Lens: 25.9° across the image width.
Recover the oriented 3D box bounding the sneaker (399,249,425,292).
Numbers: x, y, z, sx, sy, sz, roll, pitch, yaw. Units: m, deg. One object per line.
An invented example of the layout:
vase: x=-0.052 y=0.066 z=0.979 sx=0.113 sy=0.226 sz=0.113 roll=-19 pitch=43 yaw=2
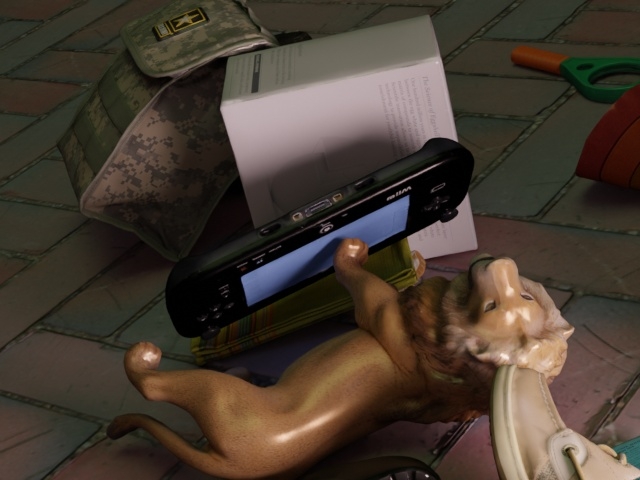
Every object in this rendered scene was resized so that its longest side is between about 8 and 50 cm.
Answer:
sneaker: x=0.076 y=0.044 z=1.412 sx=0.037 sy=0.032 sz=0.083 roll=-20 pitch=21 yaw=42

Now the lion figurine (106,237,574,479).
lion figurine: x=0.011 y=0.127 z=1.208 sx=0.392 sy=0.142 sz=0.240 roll=-33 pitch=38 yaw=-4

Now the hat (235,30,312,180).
hat: x=-0.068 y=-0.196 z=1.804 sx=0.331 sy=0.134 sz=0.331 roll=-10 pitch=28 yaw=6

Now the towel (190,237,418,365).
towel: x=-0.020 y=0.054 z=1.405 sx=0.237 sy=0.021 sz=0.102 roll=-21 pitch=28 yaw=6

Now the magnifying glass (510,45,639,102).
magnifying glass: x=0.330 y=-0.216 z=1.770 sx=0.092 sy=0.026 sz=0.231 roll=-30 pitch=33 yaw=-25

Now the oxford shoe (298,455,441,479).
oxford shoe: x=-0.013 y=0.224 z=1.087 sx=0.227 sy=0.082 sz=0.096 roll=-13 pitch=9 yaw=2

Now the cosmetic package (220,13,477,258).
cosmetic package: x=0.033 y=-0.093 z=1.467 sx=0.225 sy=0.224 sz=0.138 roll=-10 pitch=29 yaw=6

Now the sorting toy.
sorting toy: x=0.437 y=-0.135 z=1.522 sx=0.366 sy=0.127 sz=0.126 roll=-31 pitch=61 yaw=-33

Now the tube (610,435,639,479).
tube: x=0.252 y=0.200 z=1.023 sx=0.080 sy=0.052 sz=0.207 roll=-17 pitch=23 yaw=-3

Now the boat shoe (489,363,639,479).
boat shoe: x=0.185 y=0.197 z=0.991 sx=0.098 sy=0.109 sz=0.302 roll=-14 pitch=33 yaw=6

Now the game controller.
game controller: x=0.000 y=0.000 z=1.322 sx=0.319 sy=0.067 sz=0.166 roll=-27 pitch=-9 yaw=-8

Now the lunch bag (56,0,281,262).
lunch bag: x=-0.165 y=-0.158 z=1.613 sx=0.287 sy=0.169 sz=0.235 roll=-54 pitch=28 yaw=11
